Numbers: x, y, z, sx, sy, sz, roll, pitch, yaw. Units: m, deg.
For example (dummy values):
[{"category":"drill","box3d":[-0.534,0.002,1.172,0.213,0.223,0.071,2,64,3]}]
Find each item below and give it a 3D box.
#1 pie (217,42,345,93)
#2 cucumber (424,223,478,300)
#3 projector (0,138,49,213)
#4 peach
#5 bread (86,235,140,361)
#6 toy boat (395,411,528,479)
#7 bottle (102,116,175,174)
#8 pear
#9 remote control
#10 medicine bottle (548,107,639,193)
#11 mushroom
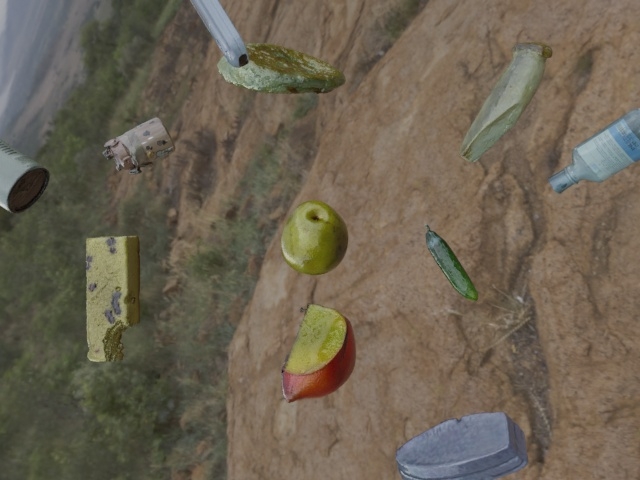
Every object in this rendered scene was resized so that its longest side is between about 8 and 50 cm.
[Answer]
[{"category":"pie","box3d":[-0.088,-0.418,1.320,0.323,0.324,0.070,-123,38,-50]},{"category":"cucumber","box3d":[0.339,0.059,1.429,0.056,0.056,0.250,-46,61,32]},{"category":"projector","box3d":[-0.684,-0.183,1.002,0.108,0.338,0.108,-58,-1,-1]},{"category":"peach","box3d":[0.007,0.307,1.359,0.154,0.158,0.267,-2,41,24]},{"category":"bread","box3d":[-0.367,0.104,0.944,0.088,0.049,0.225,-2,89,11]},{"category":"toy boat","box3d":[0.285,0.450,1.124,0.283,0.078,0.127,-24,25,23]},{"category":"bottle","box3d":[-0.426,-0.215,1.249,0.152,0.098,0.099,-32,30,-17]},{"category":"pear","box3d":[0.000,0.000,0.979,0.104,0.141,0.140,26,96,26]},{"category":"remote control","box3d":[-0.225,-0.470,1.122,0.244,0.047,0.087,59,166,6]},{"category":"medicine bottle","box3d":[0.548,-0.164,1.040,0.208,0.090,0.053,-38,11,39]},{"category":"mushroom","box3d":[0.470,-0.349,1.356,0.107,0.087,0.333,38,103,51]}]
